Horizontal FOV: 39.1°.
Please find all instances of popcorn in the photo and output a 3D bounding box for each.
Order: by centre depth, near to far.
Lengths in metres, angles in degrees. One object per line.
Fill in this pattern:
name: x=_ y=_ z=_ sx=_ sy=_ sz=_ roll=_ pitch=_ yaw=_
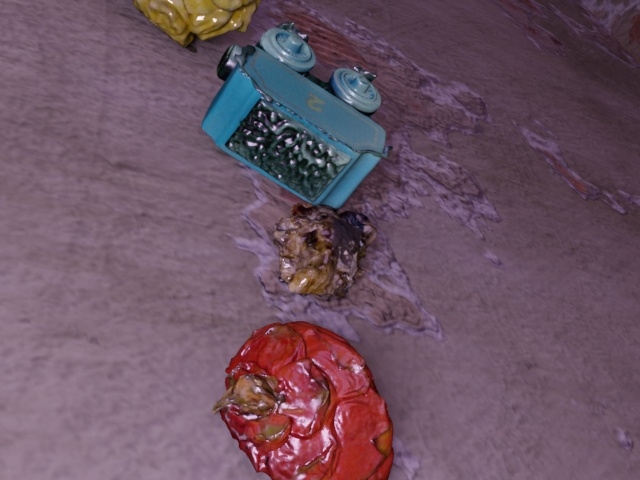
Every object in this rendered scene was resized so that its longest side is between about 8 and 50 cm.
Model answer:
popcorn: x=-0.136 y=-0.319 z=1.069 sx=0.168 sy=0.173 sz=0.195 roll=29 pitch=23 yaw=12

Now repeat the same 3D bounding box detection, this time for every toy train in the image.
toy train: x=-0.024 y=-0.134 z=0.976 sx=0.203 sy=0.112 sz=0.163 roll=29 pitch=37 yaw=-12

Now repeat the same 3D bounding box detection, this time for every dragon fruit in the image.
dragon fruit: x=-0.012 y=0.120 z=0.665 sx=0.106 sy=0.083 sz=0.162 roll=-14 pitch=59 yaw=-51

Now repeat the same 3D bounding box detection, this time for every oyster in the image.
oyster: x=0.004 y=0.005 z=0.867 sx=0.103 sy=0.051 sz=0.148 roll=24 pitch=42 yaw=-8
